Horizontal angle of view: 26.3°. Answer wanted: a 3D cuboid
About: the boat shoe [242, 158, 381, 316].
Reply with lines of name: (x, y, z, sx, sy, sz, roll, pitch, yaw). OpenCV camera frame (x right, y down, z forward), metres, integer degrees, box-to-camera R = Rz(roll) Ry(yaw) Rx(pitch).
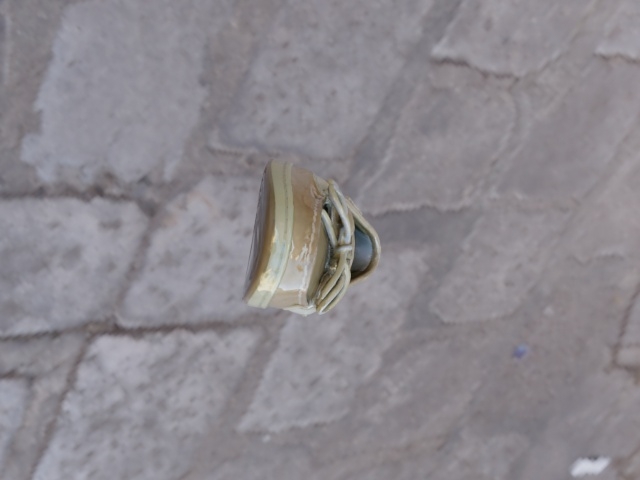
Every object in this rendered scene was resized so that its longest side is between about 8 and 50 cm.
boat shoe: (0.000, 0.002, 0.529, 0.153, 0.048, 0.056, 59, 41, -86)
